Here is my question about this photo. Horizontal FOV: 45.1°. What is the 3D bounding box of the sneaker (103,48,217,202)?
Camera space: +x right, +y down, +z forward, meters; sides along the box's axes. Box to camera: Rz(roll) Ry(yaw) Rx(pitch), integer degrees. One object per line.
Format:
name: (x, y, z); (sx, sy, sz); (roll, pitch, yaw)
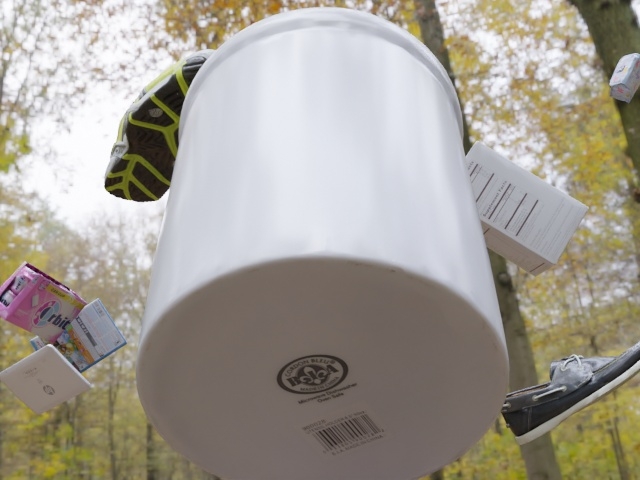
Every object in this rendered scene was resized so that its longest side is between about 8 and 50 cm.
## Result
sneaker: (-0.265, -0.209, 1.280); (0.145, 0.147, 0.384); (16, -33, -32)

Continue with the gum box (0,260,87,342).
gum box: (-0.563, 0.124, 1.537); (0.062, 0.107, 0.188); (34, -11, 22)

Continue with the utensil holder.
utensil holder: (0.000, 0.000, 0.761); (0.327, 0.385, 0.327); (0, -51, 0)

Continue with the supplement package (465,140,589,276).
supplement package: (0.360, -0.058, 1.488); (0.244, 0.134, 0.139); (33, -10, 6)

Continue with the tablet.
tablet: (-0.247, 0.126, 0.688); (0.083, 0.006, 0.054); (-28, -71, 31)

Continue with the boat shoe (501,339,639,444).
boat shoe: (0.350, 0.193, 1.056); (0.233, 0.079, 0.084); (-36, -21, 18)

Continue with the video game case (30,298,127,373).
video game case: (-0.520, 0.219, 1.661); (0.166, 0.119, 0.015); (-33, -8, -15)

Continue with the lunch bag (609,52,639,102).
lunch bag: (0.602, -0.322, 1.513); (0.053, 0.071, 0.083); (25, -3, 19)
